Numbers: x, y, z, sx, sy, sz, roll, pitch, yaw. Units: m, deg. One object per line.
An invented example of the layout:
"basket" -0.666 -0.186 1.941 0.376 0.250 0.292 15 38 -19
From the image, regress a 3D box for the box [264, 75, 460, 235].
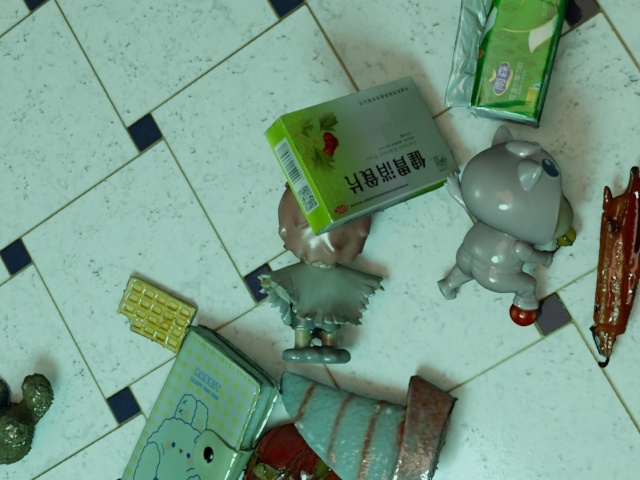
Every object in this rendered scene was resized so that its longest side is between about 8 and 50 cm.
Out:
"box" 0.066 -0.131 1.626 0.175 0.260 0.062 63 146 8

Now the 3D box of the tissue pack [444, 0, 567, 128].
"tissue pack" 0.272 -0.285 1.603 0.156 0.148 0.209 13 94 15

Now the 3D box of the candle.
"candle" 0.445 0.040 1.599 0.084 0.059 0.302 9 93 26

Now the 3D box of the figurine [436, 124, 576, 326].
"figurine" 0.283 -0.021 1.620 0.176 0.186 0.288 -136 50 -56

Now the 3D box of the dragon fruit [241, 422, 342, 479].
"dragon fruit" -0.036 0.401 1.703 0.218 0.148 0.224 -34 81 14

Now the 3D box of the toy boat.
"toy boat" 0.055 0.285 1.681 0.282 0.096 0.206 16 71 14

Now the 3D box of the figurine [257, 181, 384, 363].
"figurine" 0.000 0.000 1.696 0.207 0.166 0.387 2 88 -16

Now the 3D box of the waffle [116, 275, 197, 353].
"waffle" -0.281 0.126 1.844 0.135 0.021 0.092 23 97 16

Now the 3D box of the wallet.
"wallet" -0.203 0.319 1.770 0.223 0.077 0.310 31 101 36

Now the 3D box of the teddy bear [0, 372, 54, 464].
"teddy bear" -0.562 0.333 1.886 0.251 0.182 0.129 -11 127 31
